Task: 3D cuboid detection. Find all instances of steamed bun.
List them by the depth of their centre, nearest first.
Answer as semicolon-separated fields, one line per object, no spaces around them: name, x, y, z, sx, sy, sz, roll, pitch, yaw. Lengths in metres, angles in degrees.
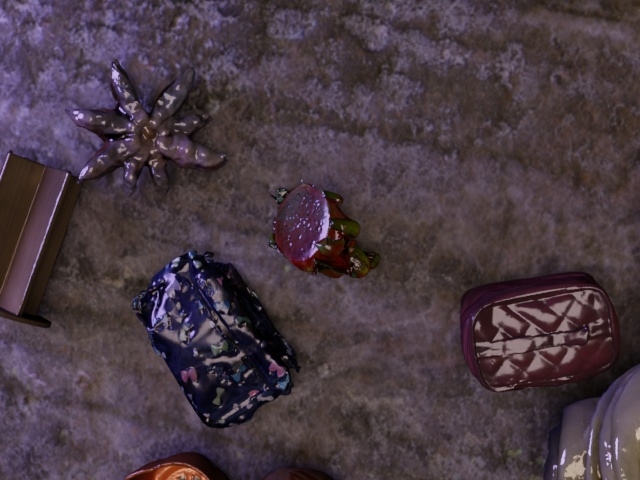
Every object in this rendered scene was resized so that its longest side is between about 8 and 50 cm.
steamed bun;0.425;0.313;1.698;0.237;0.346;0.394;21;132;18

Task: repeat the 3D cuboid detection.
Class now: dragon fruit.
dragon fruit;0.000;0.000;1.790;0.175;0.142;0.138;36;137;-20

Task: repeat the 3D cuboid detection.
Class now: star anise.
star anise;-0.249;-0.156;1.782;0.236;0.093;0.229;30;88;-11

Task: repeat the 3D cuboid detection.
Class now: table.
table;-0.435;-0.006;1.790;0.167;0.167;0.227;19;87;0

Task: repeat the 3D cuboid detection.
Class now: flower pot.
flower pot;-0.206;0.391;1.798;0.190;0.173;0.191;0;96;1

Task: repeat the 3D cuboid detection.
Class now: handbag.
handbag;0.313;0.128;1.772;0.225;0.135;0.146;-8;99;2
handbag;-0.151;0.141;1.804;0.162;0.113;0.260;-34;95;11

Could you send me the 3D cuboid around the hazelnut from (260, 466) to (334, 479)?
hazelnut;-0.040;0.440;1.798;0.210;0.210;0.186;32;127;-1
